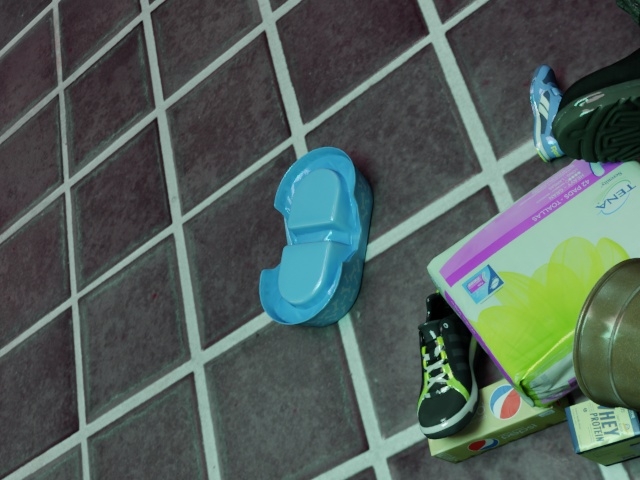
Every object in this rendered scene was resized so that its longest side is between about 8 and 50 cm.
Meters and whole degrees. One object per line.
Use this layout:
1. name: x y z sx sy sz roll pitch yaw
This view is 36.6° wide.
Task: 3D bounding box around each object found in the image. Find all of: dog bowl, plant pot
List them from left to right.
1. dog bowl: 0.000 0.000 1.540 0.166 0.074 0.297 -7 66 40
2. plant pot: 0.375 0.113 0.980 0.165 0.167 0.167 16 81 55

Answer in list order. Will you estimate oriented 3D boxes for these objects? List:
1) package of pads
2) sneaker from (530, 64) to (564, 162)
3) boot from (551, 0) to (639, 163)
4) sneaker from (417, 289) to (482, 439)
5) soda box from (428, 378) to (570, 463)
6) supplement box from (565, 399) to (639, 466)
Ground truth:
1. package of pads: 0.312 0.038 1.179 0.296 0.101 0.229 -37 48 3
2. sneaker: 0.330 -0.181 1.352 0.059 0.053 0.144 -16 68 37
3. boot: 0.411 -0.249 1.196 0.348 0.131 0.260 -16 57 -5
4. sneaker: 0.151 0.152 1.257 0.084 0.097 0.234 -29 26 30
5. soda box: 0.224 0.224 1.240 0.181 0.058 0.061 -29 53 28
6. supplement box: 0.343 0.217 1.118 0.083 0.083 0.056 -27 54 30
